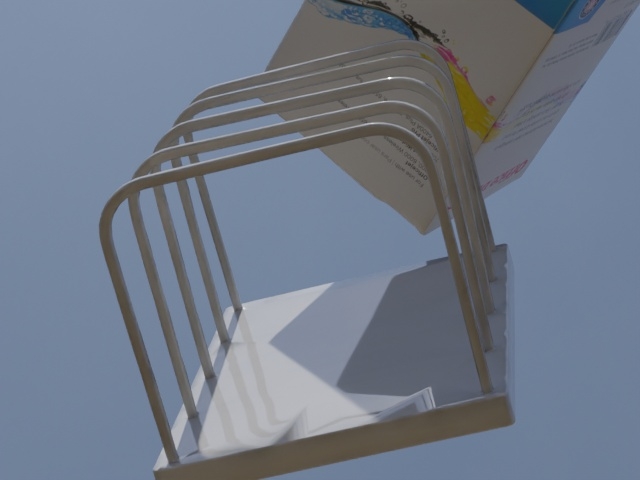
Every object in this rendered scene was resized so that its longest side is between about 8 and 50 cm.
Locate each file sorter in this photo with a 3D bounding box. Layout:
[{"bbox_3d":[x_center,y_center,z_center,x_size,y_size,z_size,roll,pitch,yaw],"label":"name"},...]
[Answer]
[{"bbox_3d":[0.000,0.000,1.098,0.193,0.278,0.173,-13,-76,9],"label":"file sorter"}]

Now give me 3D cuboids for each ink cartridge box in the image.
[{"bbox_3d":[0.101,-0.157,1.336,0.168,0.171,0.233,40,-59,14],"label":"ink cartridge box"}]
